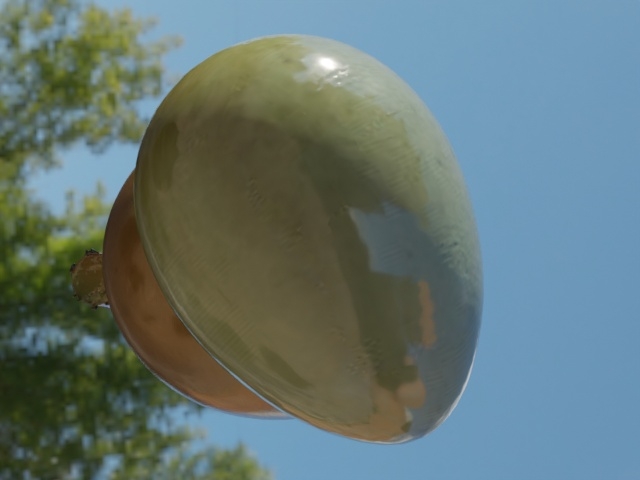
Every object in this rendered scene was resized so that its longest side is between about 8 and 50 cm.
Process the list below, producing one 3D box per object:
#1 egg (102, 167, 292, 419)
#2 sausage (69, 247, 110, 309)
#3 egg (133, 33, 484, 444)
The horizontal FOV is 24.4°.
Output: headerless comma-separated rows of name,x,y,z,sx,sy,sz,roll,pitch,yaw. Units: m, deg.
egg,-0.034,0.020,1.422,0.301,0.374,0.301,1,-89,37
sausage,-0.279,0.063,2.085,0.264,0.083,0.083,35,47,-80
egg,0.000,0.000,0.988,0.295,0.218,0.218,59,-33,19
